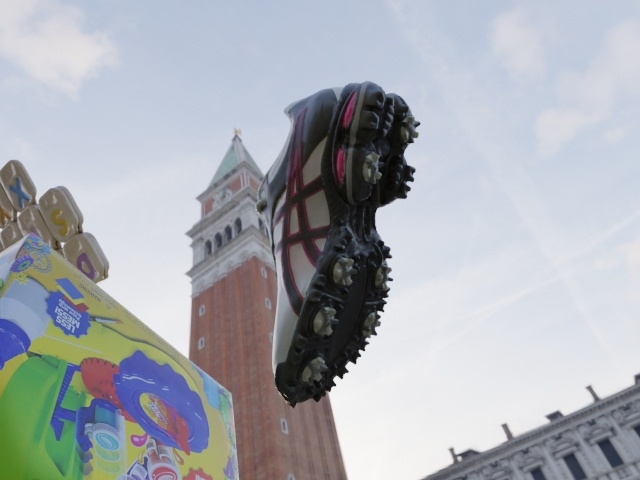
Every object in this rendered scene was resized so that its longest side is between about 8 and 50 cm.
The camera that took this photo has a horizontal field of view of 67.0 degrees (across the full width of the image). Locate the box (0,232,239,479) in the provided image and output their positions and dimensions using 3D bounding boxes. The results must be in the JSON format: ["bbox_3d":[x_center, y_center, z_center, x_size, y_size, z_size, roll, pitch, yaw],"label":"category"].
[{"bbox_3d":[-0.217,0.205,0.390,0.177,0.279,0.290,-31,-54,7],"label":"box"}]

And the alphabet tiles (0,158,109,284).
[{"bbox_3d":[-0.417,0.040,0.701,0.284,0.021,0.278,-27,-88,30],"label":"alphabet tiles"}]

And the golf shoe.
[{"bbox_3d":[0.000,0.000,0.423,0.105,0.120,0.273,19,-96,-53],"label":"golf shoe"}]
